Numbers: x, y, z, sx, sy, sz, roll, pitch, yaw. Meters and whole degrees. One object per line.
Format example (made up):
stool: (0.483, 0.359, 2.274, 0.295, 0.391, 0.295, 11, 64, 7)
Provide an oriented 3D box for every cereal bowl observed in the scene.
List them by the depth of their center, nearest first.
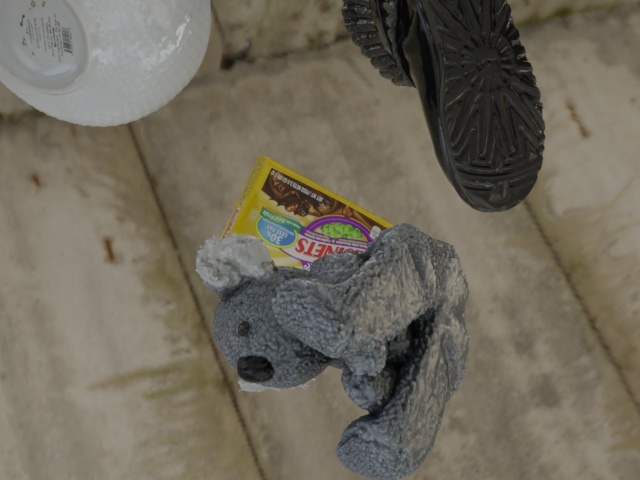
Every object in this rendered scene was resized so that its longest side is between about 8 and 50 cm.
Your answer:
cereal bowl: (-0.310, -0.281, 1.552, 0.339, 0.339, 0.141, 30, -139, 7)

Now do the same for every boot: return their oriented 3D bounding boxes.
boot: (0.145, -0.199, 1.574, 0.131, 0.260, 0.347, -11, -89, -21)

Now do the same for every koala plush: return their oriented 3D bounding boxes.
koala plush: (-0.001, 0.077, 1.118, 0.221, 0.196, 0.203, -2, -147, 36)

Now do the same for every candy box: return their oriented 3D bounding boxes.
candy box: (0.000, 0.000, 1.372, 0.206, 0.027, 0.105, 27, -91, -26)
